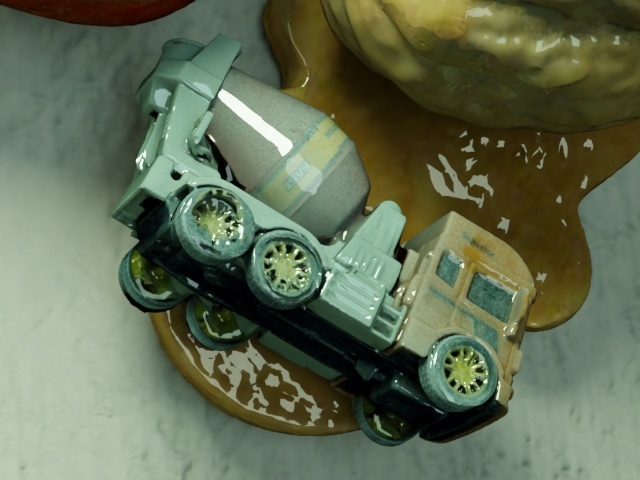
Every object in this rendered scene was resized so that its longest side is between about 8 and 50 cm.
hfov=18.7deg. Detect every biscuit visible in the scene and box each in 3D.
[{"bbox_3d":[0.045,-0.033,1.184,0.275,0.052,0.355,47,72,-10],"label":"biscuit"}]

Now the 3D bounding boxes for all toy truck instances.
[{"bbox_3d":[0.000,0.000,1.083,0.256,0.108,0.140,31,61,-12],"label":"toy truck"}]

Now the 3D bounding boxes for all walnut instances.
[{"bbox_3d":[0.122,-0.156,1.099,0.245,0.198,0.198,12,82,-16],"label":"walnut"}]

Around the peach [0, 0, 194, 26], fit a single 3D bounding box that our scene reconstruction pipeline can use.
[{"bbox_3d":[-0.130,-0.217,1.025,0.232,0.232,0.257,45,61,-15],"label":"peach"}]
